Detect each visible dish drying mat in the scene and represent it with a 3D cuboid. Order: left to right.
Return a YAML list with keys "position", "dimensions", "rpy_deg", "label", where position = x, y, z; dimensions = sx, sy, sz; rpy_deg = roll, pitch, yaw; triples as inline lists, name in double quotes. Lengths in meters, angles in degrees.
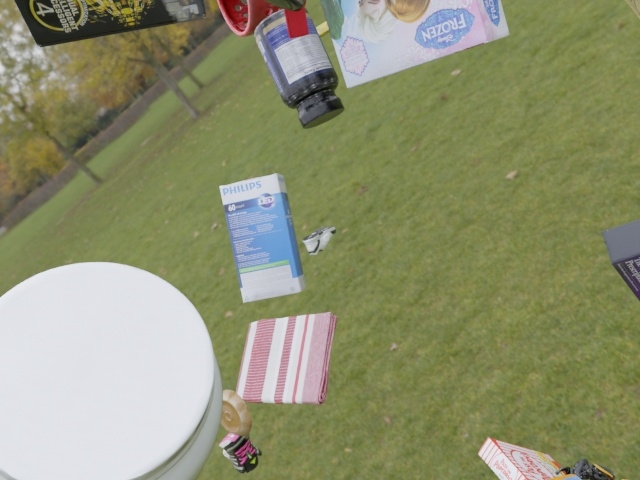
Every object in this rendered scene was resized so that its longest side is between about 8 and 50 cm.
- position: [-0.039, -0.347, 0.941]
  dimensions: [0.032, 0.083, 0.008]
  rpy_deg: [-14, 45, -2]
  label: "dish drying mat"

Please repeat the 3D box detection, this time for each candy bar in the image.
- position: [0.009, -0.524, 1.545]
  dimensions: [0.161, 0.018, 0.040]
  rpy_deg: [-34, 57, -6]
  label: "candy bar"

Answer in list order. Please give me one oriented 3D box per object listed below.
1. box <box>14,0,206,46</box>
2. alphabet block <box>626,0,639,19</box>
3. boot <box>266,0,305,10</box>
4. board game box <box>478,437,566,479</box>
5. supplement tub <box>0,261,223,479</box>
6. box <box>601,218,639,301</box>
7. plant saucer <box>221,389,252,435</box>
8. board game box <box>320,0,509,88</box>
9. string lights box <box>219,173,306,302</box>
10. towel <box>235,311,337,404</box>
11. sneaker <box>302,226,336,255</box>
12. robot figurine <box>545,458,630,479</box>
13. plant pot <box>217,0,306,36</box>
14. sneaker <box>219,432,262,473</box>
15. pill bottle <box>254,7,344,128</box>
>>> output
- position: [-0.385, -0.527, 1.009]
  dimensions: [0.318, 0.395, 0.097]
  rpy_deg: [-12, 53, -5]
  label: "box"
- position: [0.572, -0.463, 0.987]
  dimensions: [0.192, 0.197, 0.193]
  rpy_deg: [-34, -19, 24]
  label: "alphabet block"
- position: [-0.079, -0.437, 0.811]
  dimensions: [0.178, 0.236, 0.085]
  rpy_deg: [-61, 29, -4]
  label: "boot"
- position: [0.432, 0.476, 1.244]
  dimensions: [0.045, 0.193, 0.147]
  rpy_deg: [-62, 29, 10]
  label: "board game box"
- position: [-0.220, 0.182, 0.615]
  dimensions: [0.228, 0.228, 0.316]
  rpy_deg: [-58, -3, -37]
  label: "supplement tub"
- position: [0.806, 0.049, 1.451]
  dimensions: [0.184, 0.261, 0.103]
  rpy_deg: [-26, 44, 31]
  label: "box"
- position: [-0.149, 0.291, 1.036]
  dimensions: [0.083, 0.083, 0.015]
  rpy_deg: [-21, 0, 42]
  label: "plant saucer"
- position: [0.119, -0.441, 1.013]
  dimensions: [0.066, 0.318, 0.319]
  rpy_deg: [-28, 15, -36]
  label: "board game box"
- position: [-0.124, -0.006, 1.360]
  dimensions: [0.133, 0.259, 0.077]
  rpy_deg: [-11, 1, 9]
  label: "string lights box"
- position: [-0.096, 0.321, 1.674]
  dimensions: [0.329, 0.037, 0.237]
  rpy_deg: [-12, 59, 42]
  label: "towel"
- position: [0.000, 0.000, 1.353]
  dimensions: [0.040, 0.043, 0.109]
  rpy_deg: [-8, 15, 38]
  label: "sneaker"
- position: [0.464, 0.499, 1.080]
  dimensions: [0.085, 0.291, 0.211]
  rpy_deg: [-46, 52, 51]
  label: "robot figurine"
- position: [-0.136, -0.596, 1.460]
  dimensions: [0.174, 0.191, 0.191]
  rpy_deg: [-25, 15, -20]
  label: "plant pot"
- position: [-0.148, 0.406, 1.200]
  dimensions: [0.063, 0.075, 0.170]
  rpy_deg: [-42, -19, -27]
  label: "sneaker"
- position: [-0.038, -0.344, 1.252]
  dimensions: [0.123, 0.219, 0.123]
  rpy_deg: [-24, 1, 0]
  label: "pill bottle"
